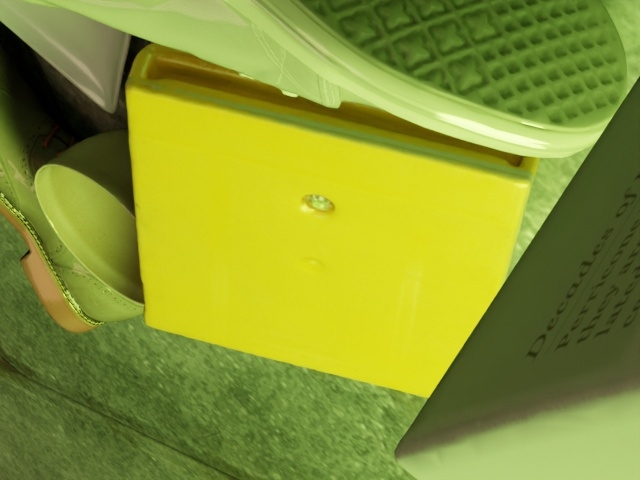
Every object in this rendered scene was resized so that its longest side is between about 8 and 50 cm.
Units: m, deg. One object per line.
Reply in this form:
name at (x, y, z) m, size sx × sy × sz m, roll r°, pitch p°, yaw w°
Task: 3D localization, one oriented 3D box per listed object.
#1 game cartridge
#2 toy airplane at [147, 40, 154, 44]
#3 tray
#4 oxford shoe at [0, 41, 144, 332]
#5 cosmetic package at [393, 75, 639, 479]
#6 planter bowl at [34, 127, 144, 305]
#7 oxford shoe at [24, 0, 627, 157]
game cartridge at (0.000, 0.000, 1.180) m, size 0.285 × 0.053 × 0.324 m, roll 14°, pitch 148°, yaw 5°
toy airplane at (-0.135, -0.183, 1.219) m, size 0.151 × 0.028 × 0.151 m, roll 55°, pitch 175°, yaw 7°
tray at (-0.260, -0.232, 1.337) m, size 0.270 × 0.030 × 0.145 m, roll 40°, pitch 151°, yaw 8°
oxford shoe at (-0.248, -0.072, 1.490) m, size 0.130 × 0.123 × 0.348 m, roll -12°, pitch 122°, yaw 27°
cosmetic package at (0.293, 0.026, 0.547) m, size 0.329 × 0.327 × 0.393 m, roll 37°, pitch 160°, yaw -5°
planter bowl at (-0.156, -0.036, 1.379) m, size 0.162 × 0.109 × 0.162 m, roll 33°, pitch 151°, yaw 21°
oxford shoe at (-0.037, -0.159, 0.914) m, size 0.449 × 0.169 × 0.130 m, roll 21°, pitch 146°, yaw -2°
